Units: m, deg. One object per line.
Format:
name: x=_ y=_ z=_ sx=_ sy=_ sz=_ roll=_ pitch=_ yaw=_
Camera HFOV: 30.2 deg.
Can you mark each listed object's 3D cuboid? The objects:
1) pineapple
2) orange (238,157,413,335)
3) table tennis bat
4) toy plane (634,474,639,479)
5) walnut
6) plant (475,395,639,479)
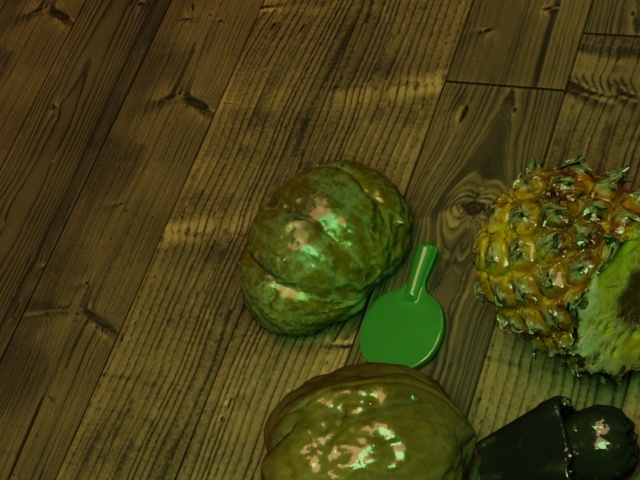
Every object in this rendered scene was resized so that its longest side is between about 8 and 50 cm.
pineapple: x=0.424 y=0.032 z=1.916 sx=0.352 sy=0.352 sz=0.300 roll=-43 pitch=47 yaw=-5
orange: x=0.000 y=0.000 z=2.190 sx=0.271 sy=0.210 sz=0.369 roll=35 pitch=76 yaw=23
table tennis bat: x=0.161 y=0.122 z=2.153 sx=0.160 sy=0.039 sz=0.257 roll=9 pitch=70 yaw=28
toy plane: x=0.452 y=0.489 z=1.775 sx=0.267 sy=0.088 sz=0.212 roll=-50 pitch=32 yaw=-7
walnut: x=0.080 y=0.342 z=1.902 sx=0.344 sy=0.306 sz=0.306 roll=-11 pitch=57 yaw=4
plant: x=0.376 y=0.339 z=1.868 sx=0.256 sy=0.142 sz=0.164 roll=-17 pitch=55 yaw=27
